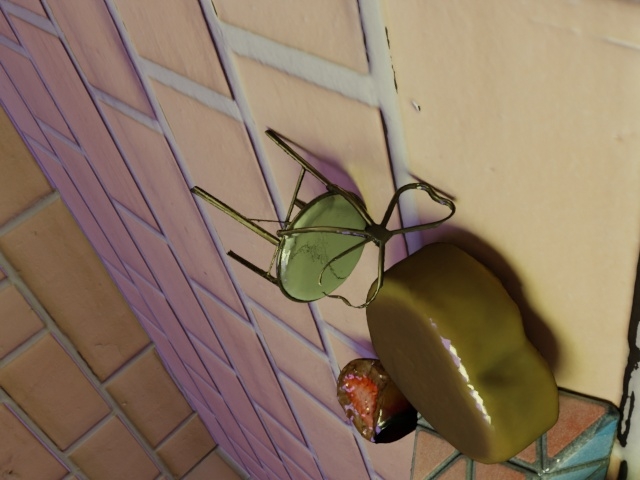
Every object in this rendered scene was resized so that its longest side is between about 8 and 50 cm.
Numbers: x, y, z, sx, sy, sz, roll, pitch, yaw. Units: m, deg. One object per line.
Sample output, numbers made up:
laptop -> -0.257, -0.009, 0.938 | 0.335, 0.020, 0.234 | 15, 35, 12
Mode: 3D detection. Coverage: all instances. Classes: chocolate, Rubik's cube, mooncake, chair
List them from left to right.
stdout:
chair -> 0.000, 0.000, 0.821 | 0.326, 0.160, 0.170 | 31, 153, 40
chocolate -> 0.087, 0.237, 1.074 | 0.133, 0.124, 0.127 | 60, -169, 31
mooncake -> 0.147, 0.117, 0.771 | 0.235, 0.117, 0.235 | 52, 163, 22
Rubik's cube -> 0.222, 0.276, 0.853 | 0.233, 0.228, 0.228 | 1, -177, 16
